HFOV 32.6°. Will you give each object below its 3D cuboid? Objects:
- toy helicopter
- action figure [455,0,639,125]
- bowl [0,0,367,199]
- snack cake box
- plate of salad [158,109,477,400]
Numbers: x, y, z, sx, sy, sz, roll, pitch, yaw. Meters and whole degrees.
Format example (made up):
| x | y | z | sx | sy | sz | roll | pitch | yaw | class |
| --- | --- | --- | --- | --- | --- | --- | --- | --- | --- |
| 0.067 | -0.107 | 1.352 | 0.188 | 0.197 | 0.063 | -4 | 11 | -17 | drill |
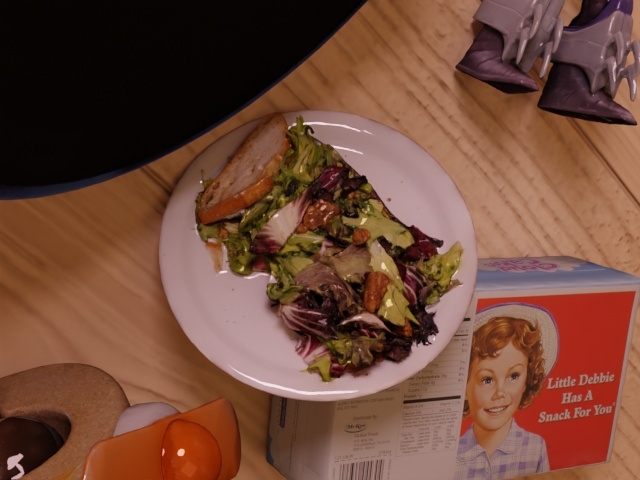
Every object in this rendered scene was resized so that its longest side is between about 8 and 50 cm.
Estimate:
| x | y | z | sx | sy | sz | roll | pitch | yaw | class |
| --- | --- | --- | --- | --- | --- | --- | --- | --- | --- |
| -0.142 | 0.154 | 0.519 | 0.235 | 0.355 | 0.140 | -16 | 112 | -7 | toy helicopter |
| 0.199 | -0.231 | 0.762 | 0.185 | 0.099 | 0.285 | 15 | 93 | -27 | action figure |
| -0.058 | -0.166 | 0.490 | 0.391 | 0.391 | 0.077 | -36 | 75 | -17 | bowl |
| 0.100 | 0.093 | 0.800 | 0.264 | 0.089 | 0.152 | 0 | 102 | -30 | snack cake box |
| 0.000 | 0.000 | 0.674 | 0.200 | 0.200 | 0.048 | -33 | 161 | -18 | plate of salad |
